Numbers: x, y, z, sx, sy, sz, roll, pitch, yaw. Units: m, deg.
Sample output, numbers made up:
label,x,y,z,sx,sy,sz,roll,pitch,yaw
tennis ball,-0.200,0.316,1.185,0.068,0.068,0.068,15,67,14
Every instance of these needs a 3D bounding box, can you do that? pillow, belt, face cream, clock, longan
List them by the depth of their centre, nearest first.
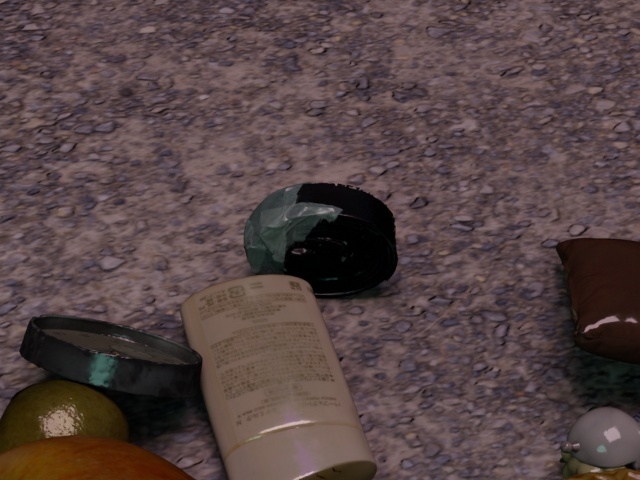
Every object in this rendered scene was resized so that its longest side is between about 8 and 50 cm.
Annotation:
label,x,y,z,sx,sy,sz,roll,pitch,yaw
longan,-0.283,0.238,1.841,0.154,0.176,0.145,-34,10,-14
clock,-0.242,0.133,1.931,0.215,0.042,0.215,14,5,-1
face cream,-0.050,0.185,1.958,0.173,0.081,0.348,-10,44,-12
pillow,0.455,0.086,2.074,0.305,0.108,0.308,9,21,0
belt,0.000,0.000,2.118,0.198,0.151,0.078,2,43,-2

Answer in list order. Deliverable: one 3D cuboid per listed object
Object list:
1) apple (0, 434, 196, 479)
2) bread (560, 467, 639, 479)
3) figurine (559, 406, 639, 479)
label,x,y,z,sx,sy,sz,roll,pitch,yaw
apple,-0.236,0.365,1.501,0.333,0.400,0.400,46,44,-12
bread,0.418,0.296,1.859,0.367,0.084,0.077,-1,19,-19
figurine,0.367,0.230,1.943,0.197,0.094,0.147,-20,30,-20
